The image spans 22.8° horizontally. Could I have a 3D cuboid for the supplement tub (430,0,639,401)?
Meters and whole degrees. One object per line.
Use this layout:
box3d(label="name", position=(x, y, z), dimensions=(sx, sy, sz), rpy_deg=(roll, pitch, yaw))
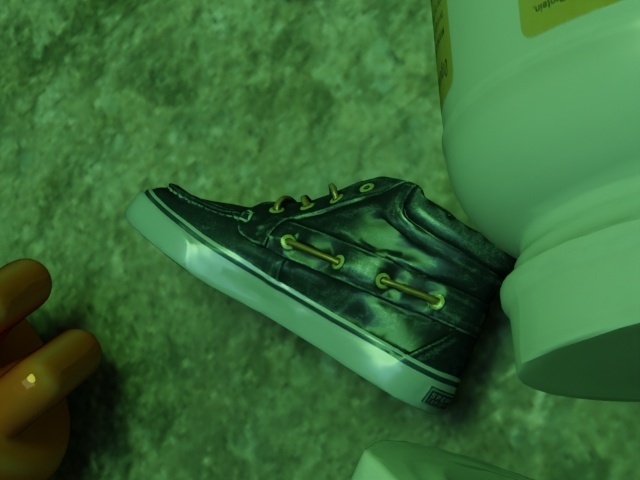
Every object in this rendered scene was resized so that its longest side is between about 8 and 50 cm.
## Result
box3d(label="supplement tub", position=(0.150, -0.113, 0.564), dimensions=(0.228, 0.228, 0.316), rpy_deg=(-11, 74, 26))

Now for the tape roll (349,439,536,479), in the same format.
box3d(label="tape roll", position=(0.123, 0.164, 0.482), dimensions=(0.286, 0.286, 0.100), rpy_deg=(25, 90, 31))

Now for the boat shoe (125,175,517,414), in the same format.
box3d(label="boat shoe", position=(0.000, 0.000, 0.720), dimensions=(0.183, 0.065, 0.083), rpy_deg=(29, 91, 25))

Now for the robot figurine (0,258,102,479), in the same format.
box3d(label="robot figurine", position=(-0.211, 0.096, 0.772), dimensions=(0.219, 0.158, 0.128), rpy_deg=(-33, 42, 18))
